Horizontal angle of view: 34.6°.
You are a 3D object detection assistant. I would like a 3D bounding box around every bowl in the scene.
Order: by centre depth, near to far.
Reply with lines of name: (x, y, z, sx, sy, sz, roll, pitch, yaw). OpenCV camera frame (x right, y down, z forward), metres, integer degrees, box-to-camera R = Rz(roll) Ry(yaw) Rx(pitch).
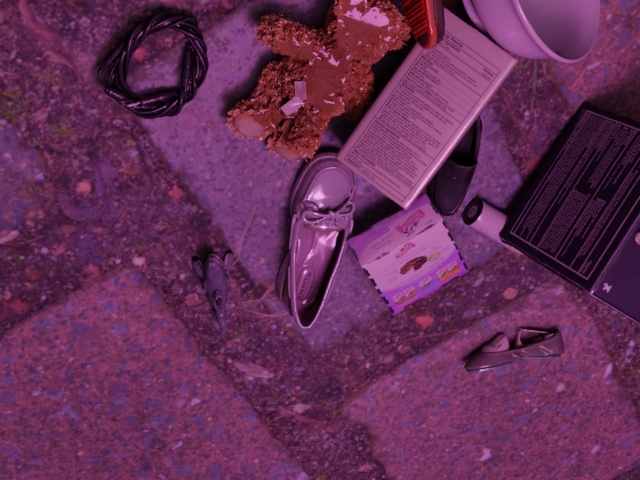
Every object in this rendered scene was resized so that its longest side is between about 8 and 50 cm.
bowl: (0.308, -0.405, 1.596, 0.134, 0.298, 0.298, -11, 133, 41)

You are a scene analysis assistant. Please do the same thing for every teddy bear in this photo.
teddy bear: (-0.008, -0.271, 1.658, 0.245, 0.113, 0.338, 15, 122, -16)

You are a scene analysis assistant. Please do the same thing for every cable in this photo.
cable: (-0.250, -0.274, 1.613, 0.184, 0.047, 0.150, -45, 120, 11)

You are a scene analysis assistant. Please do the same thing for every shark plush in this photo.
shark plush: (-0.191, 0.091, 1.823, 0.073, 0.067, 0.161, 0, 119, -15)

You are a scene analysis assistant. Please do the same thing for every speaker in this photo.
speaker: (0.331, -0.024, 1.904, 0.136, 0.055, 0.055, 28, 109, -26)

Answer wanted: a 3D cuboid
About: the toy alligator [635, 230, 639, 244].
toy alligator: (0.556, -0.067, 1.583, 0.056, 0.051, 0.189, 29, 96, -24)

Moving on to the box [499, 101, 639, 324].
box: (0.516, -0.045, 1.772, 0.183, 0.294, 0.296, 28, 97, -27)

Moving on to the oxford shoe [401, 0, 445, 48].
oxford shoe: (0.177, -0.428, 1.560, 0.098, 0.097, 0.271, -4, 91, -18)

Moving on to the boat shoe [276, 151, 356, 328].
boat shoe: (-0.003, 0.001, 1.801, 0.118, 0.103, 0.320, 8, 116, -19)

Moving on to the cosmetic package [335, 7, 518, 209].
cosmetic package: (0.175, -0.214, 1.675, 0.153, 0.129, 0.296, 38, 103, 3)

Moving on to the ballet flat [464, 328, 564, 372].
ballet flat: (0.385, 0.215, 2.058, 0.213, 0.072, 0.068, -8, 93, -11)

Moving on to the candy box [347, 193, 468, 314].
candy box: (0.159, 0.028, 1.841, 0.165, 0.070, 0.196, -30, 144, 3)

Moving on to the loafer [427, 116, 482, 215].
loafer: (0.237, -0.138, 1.801, 0.076, 0.078, 0.223, -1, 119, -14)
